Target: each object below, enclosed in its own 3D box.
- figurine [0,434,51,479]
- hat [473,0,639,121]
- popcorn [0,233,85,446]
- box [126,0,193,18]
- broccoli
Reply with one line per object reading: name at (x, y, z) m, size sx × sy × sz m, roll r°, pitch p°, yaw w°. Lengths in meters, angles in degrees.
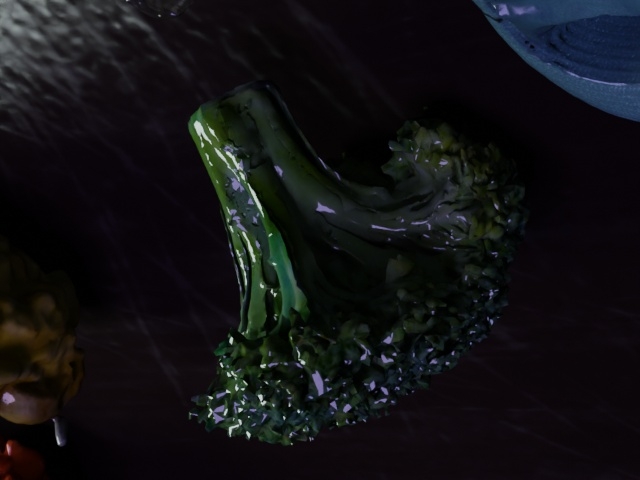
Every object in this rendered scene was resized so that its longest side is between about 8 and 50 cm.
figurine at (-0.337, 0.238, 1.413) m, size 0.411 × 0.241 × 0.306 m, roll 33°, pitch 133°, yaw 7°
hat at (0.132, -0.127, 0.841) m, size 0.138 × 0.078 × 0.191 m, roll 2°, pitch 155°, yaw 39°
popcorn at (-0.246, 0.055, 1.181) m, size 0.163 × 0.194 × 0.140 m, roll 59°, pitch 144°, yaw 26°
box at (-0.057, -0.247, 0.751) m, size 0.184 × 0.143 × 0.273 m, roll 33°, pitch 142°, yaw -10°
broccoli at (0.000, 0.000, 0.989) m, size 0.219 × 0.194 × 0.194 m, roll -31°, pitch 123°, yaw 3°
